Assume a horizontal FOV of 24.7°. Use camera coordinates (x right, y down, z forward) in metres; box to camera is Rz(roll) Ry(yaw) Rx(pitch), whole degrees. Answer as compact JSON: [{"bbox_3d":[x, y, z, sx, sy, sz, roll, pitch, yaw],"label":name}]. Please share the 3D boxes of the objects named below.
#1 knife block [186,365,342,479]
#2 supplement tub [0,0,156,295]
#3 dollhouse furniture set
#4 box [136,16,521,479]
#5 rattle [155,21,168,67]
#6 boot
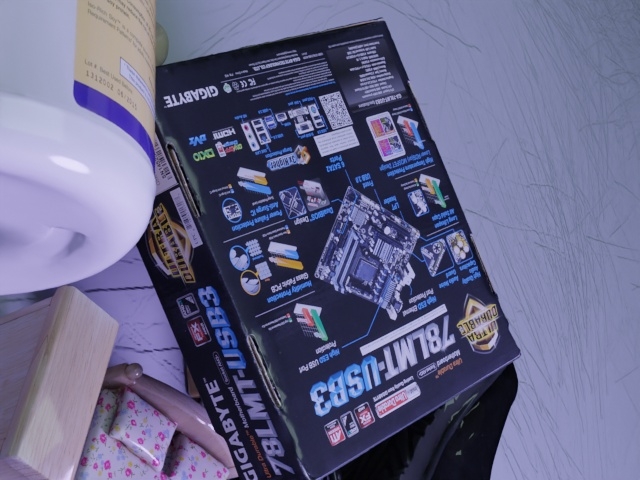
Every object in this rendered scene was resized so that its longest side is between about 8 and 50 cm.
[{"bbox_3d":[-0.065,0.089,1.217,0.276,0.242,0.088,38,9,31],"label":"knife block"},{"bbox_3d":[-0.216,-0.156,0.874,0.241,0.241,0.331,31,51,-52],"label":"supplement tub"},{"bbox_3d":[-0.112,0.206,0.916,0.355,0.174,0.303,43,42,-32],"label":"dollhouse furniture set"},{"bbox_3d":[0.000,0.000,1.062,0.295,0.073,0.293,-22,90,-51],"label":"box"},{"bbox_3d":[-0.172,-0.121,1.120,0.199,0.130,0.142,-104,180,-69],"label":"rattle"},{"bbox_3d":[0.136,0.271,1.410,0.260,0.131,0.348,59,42,-14],"label":"boot"}]
